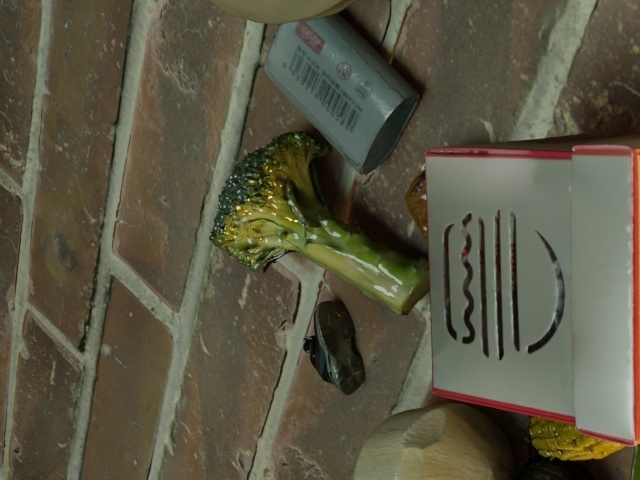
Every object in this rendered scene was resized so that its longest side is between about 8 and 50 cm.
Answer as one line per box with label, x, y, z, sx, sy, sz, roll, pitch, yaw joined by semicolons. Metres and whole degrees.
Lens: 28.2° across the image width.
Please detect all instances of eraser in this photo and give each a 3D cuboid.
eraser;0.026;-0.229;1.874;0.227;0.081;0.174;47;143;16

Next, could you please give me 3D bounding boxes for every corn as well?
corn;0.354;0.239;1.696;0.115;0.115;0.318;56;170;7

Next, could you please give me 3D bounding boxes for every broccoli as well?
broccoli;0.003;-0.019;1.948;0.361;0.221;0.252;14;130;30

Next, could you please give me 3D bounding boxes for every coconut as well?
coconut;0.190;0.367;1.937;0.266;0.237;0.237;-12;104;56

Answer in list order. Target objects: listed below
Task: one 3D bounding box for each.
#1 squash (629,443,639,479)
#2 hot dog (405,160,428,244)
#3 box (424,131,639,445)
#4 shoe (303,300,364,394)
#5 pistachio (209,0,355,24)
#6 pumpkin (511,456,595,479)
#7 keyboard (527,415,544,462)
squash;0.450;0.267;1.706;0.071;0.080;0.318;-104;7;-66
hot dog;0.231;0.001;1.759;0.272;0.122;0.196;57;139;12
box;0.329;0.032;1.475;0.300;0.312;0.314;6;101;49
shoe;0.008;0.178;2.150;0.099;0.071;0.169;6;120;49
pistachio;-0.044;-0.469;1.645;0.445;0.281;0.365;-22;92;47
pumpkin;0.349;0.370;1.851;0.119;0.108;0.183;10;148;37
keyboard;0.331;0.297;1.907;0.055;0.017;0.166;20;126;40
